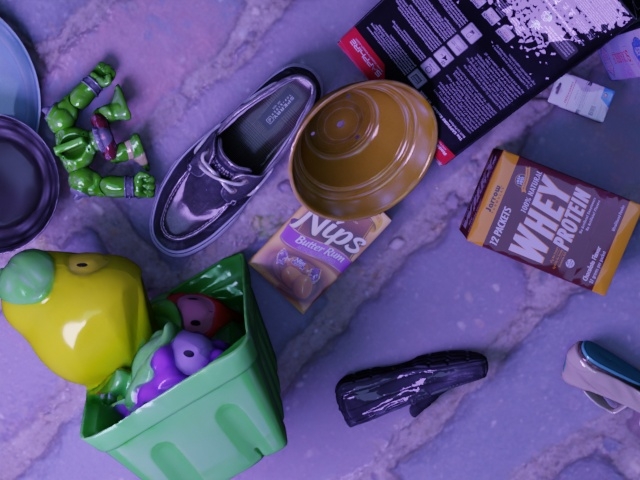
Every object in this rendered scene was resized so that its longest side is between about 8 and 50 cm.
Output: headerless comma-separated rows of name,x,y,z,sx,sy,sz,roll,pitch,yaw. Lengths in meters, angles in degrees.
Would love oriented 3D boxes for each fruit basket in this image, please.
fruit basket,-0.227,0.120,1.684,0.283,0.392,0.392,-31,93,5

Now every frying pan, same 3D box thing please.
frying pan,-0.514,-0.047,1.796,0.326,0.053,0.197,-30,94,6

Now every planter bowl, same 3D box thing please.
planter bowl,0.042,-0.139,1.734,0.217,0.090,0.217,-14,128,-18

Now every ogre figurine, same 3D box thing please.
ogre figurine,-0.315,-0.142,1.801,0.118,0.097,0.197,-20,106,-8

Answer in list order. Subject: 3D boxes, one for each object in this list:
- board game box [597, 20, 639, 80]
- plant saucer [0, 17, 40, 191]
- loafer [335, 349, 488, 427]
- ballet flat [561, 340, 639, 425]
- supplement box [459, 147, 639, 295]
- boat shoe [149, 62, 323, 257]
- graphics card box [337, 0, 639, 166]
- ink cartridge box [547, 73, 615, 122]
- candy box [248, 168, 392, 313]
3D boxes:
board game box,0.533,-0.300,1.639,0.319,0.318,0.066,-25,94,5
plant saucer,-0.551,-0.195,1.831,0.318,0.044,0.317,0,95,3
loafer,0.133,0.211,1.827,0.223,0.076,0.078,-15,100,8
ballet flat,0.453,0.223,1.819,0.248,0.086,0.086,28,96,1
supplement box,0.305,-0.030,1.736,0.194,0.191,0.129,22,96,1
boat shoe,-0.127,-0.116,1.782,0.121,0.119,0.335,38,95,-1
graphics card box,0.220,-0.286,1.669,0.233,0.094,0.371,50,135,-2
ink cartridge box,0.363,-0.201,1.799,0.083,0.028,0.048,21,96,0
candy box,0.000,0.000,1.822,0.109,0.053,0.186,43,94,-1
